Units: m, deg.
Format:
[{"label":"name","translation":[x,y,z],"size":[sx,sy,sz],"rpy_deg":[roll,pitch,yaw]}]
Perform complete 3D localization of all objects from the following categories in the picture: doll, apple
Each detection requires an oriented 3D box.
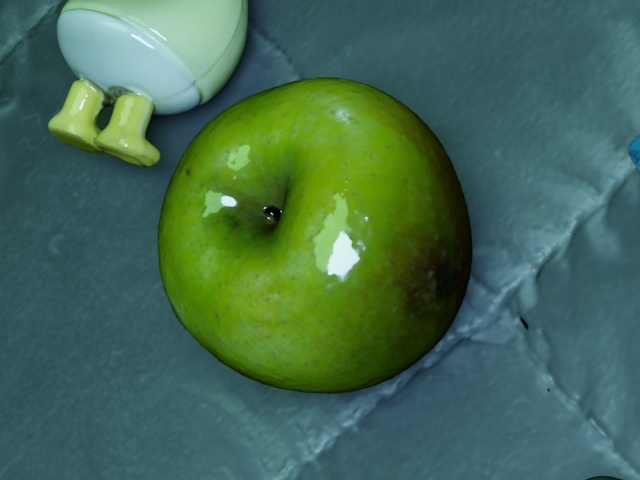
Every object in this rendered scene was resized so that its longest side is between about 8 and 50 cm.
[{"label":"doll","translation":[-0.091,-0.188,0.990],"size":[0.141,0.117,0.296],"rpy_deg":[16,62,41]},{"label":"apple","translation":[0.000,0.000,0.809],"size":[0.196,0.157,0.196],"rpy_deg":[-13,62,25]}]

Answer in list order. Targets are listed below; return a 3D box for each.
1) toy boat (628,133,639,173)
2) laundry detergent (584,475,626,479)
[{"label":"toy boat","translation":[0.278,-0.048,0.719],"size":[0.215,0.088,0.102],"rpy_deg":[23,76,37]},{"label":"laundry detergent","translation":[0.168,0.233,0.655],"size":[0.144,0.078,0.222],"rpy_deg":[-43,56,7]}]
